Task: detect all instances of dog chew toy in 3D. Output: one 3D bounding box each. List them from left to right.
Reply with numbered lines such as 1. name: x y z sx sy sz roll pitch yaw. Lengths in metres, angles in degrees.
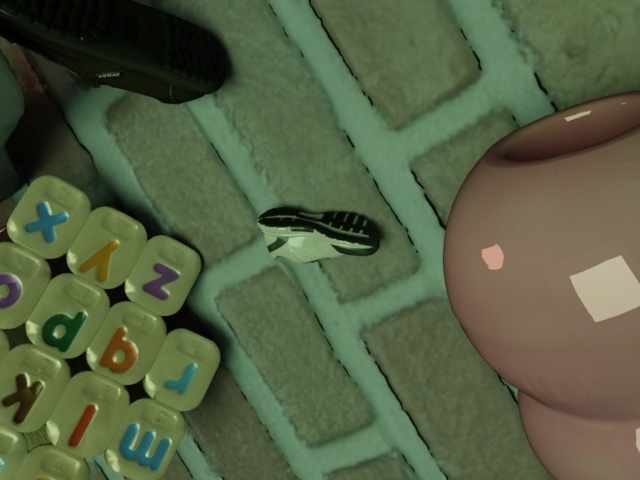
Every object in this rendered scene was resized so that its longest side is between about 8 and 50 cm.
1. dog chew toy: 0.209 0.080 0.451 0.207 0.206 0.331 -15 108 27

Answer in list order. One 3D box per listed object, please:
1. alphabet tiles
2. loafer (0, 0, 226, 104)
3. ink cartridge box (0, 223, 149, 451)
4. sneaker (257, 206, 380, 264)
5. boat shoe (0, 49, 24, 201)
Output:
1. alphabet tiles: -0.239 0.096 0.625 0.284 0.021 0.278 29 74 -15
2. loafer: -0.184 -0.155 0.555 0.220 0.080 0.078 21 146 -31
3. ink cartridge box: -0.275 0.105 0.727 0.193 0.088 0.234 -26 96 30
4. sneaker: 0.000 0.000 0.605 0.109 0.040 0.043 10 127 25
5. boat shoe: -0.328 -0.129 0.582 0.156 0.136 0.367 62 160 0
